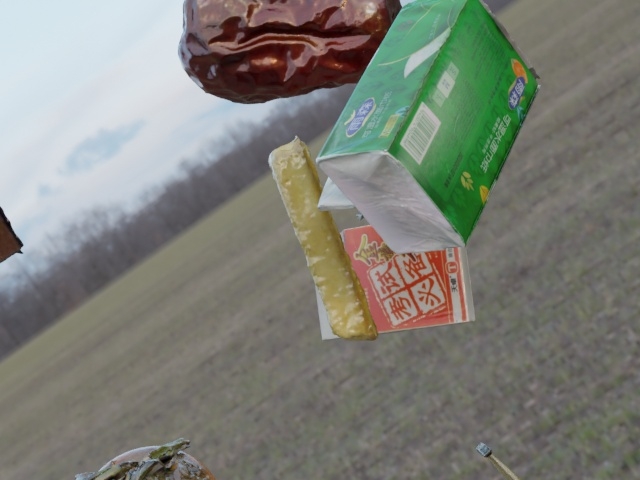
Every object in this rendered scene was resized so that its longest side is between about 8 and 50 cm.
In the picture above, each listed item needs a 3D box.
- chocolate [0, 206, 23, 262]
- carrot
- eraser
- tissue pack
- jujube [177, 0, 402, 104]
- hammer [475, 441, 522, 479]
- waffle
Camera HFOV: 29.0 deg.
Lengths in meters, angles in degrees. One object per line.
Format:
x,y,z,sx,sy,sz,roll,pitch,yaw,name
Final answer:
-0.600,-0.075,1.909,0.112,0.321,0.112,-4,35,45,chocolate
-0.215,0.366,1.579,0.193,0.214,0.331,-27,-32,-24,carrot
0.100,0.053,1.769,0.230,0.157,0.038,-10,-6,25,eraser
0.090,-0.111,1.202,0.156,0.148,0.209,-5,49,47,tissue pack
-0.044,-0.306,1.836,0.342,0.216,0.216,-2,12,11,jujube
0.245,0.293,1.338,0.013,0.199,0.062,-46,-7,-3,hammer
0.000,0.000,1.587,0.057,0.274,0.168,-21,5,0,waffle
